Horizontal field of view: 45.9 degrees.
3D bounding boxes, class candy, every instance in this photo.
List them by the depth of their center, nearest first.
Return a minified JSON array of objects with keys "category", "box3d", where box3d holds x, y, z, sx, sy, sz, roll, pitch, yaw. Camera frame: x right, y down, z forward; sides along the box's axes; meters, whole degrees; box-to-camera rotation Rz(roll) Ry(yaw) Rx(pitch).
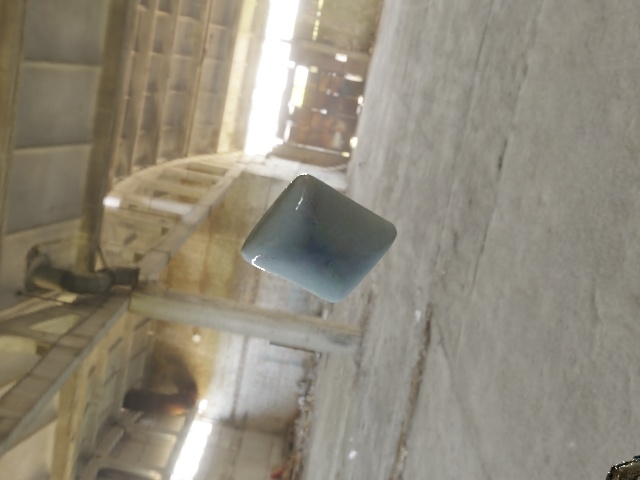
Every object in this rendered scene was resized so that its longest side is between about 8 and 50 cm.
[{"category":"candy","box3d":[0.000,0.000,0.963,0.138,0.174,0.071,-50,37,16]}]

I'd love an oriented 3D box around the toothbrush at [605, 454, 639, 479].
[{"category":"toothbrush","box3d":[0.311,0.128,0.526,0.026,0.295,0.028,-135,38,-55]}]
